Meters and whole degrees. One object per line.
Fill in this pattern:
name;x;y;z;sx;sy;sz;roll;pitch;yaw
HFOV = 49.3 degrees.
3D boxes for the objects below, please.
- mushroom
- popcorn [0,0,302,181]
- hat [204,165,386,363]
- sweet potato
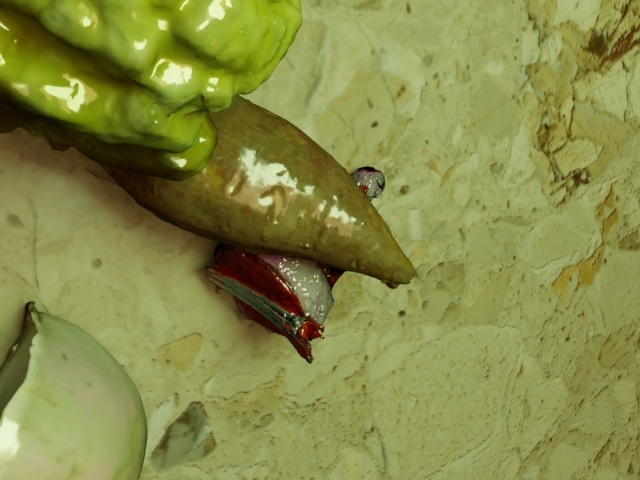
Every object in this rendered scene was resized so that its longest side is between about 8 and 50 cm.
mushroom;-0.220;0.204;0.567;0.173;0.162;0.236;35;81;-24
popcorn;-0.145;-0.144;0.431;0.251;0.206;0.237;-42;91;15
hat;0.002;-0.001;0.690;0.227;0.140;0.129;-45;131;-29
sweet potato;-0.069;-0.051;0.573;0.336;0.131;0.131;34;78;3
